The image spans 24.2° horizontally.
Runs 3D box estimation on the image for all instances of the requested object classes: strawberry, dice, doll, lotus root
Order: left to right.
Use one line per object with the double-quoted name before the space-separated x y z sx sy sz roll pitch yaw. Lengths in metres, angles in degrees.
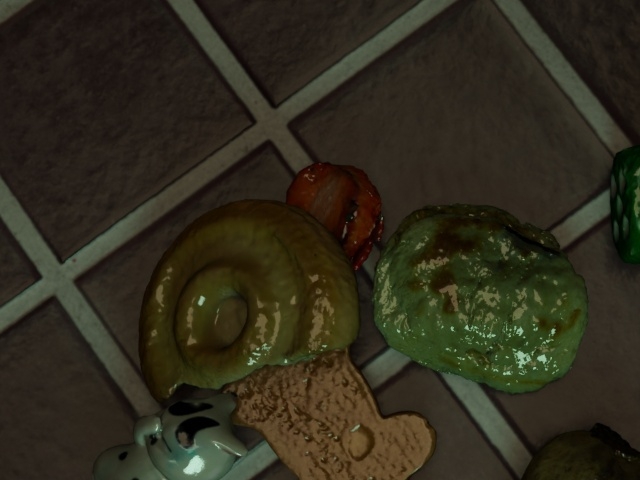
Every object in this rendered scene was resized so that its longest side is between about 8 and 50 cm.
"doll" -0.169 0.245 1.642 0.181 0.107 0.110 -44 43 20
"strawberry" 0.000 0.000 1.702 0.121 0.082 0.188 37 99 42
"lotus root" 0.271 0.296 1.609 0.138 0.138 0.214 37 77 8
"dice" 0.394 -0.042 1.657 0.128 0.120 0.131 -3 83 2

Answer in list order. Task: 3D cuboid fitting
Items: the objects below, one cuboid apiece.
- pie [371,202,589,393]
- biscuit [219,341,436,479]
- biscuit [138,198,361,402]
"pie" 0.182 0.056 1.671 0.247 0.090 0.201 18 80 2
"biscuit" 0.028 0.249 1.671 0.205 0.049 0.324 -38 78 2
"biscuit" -0.093 0.060 1.642 0.274 0.091 0.213 -26 64 28
